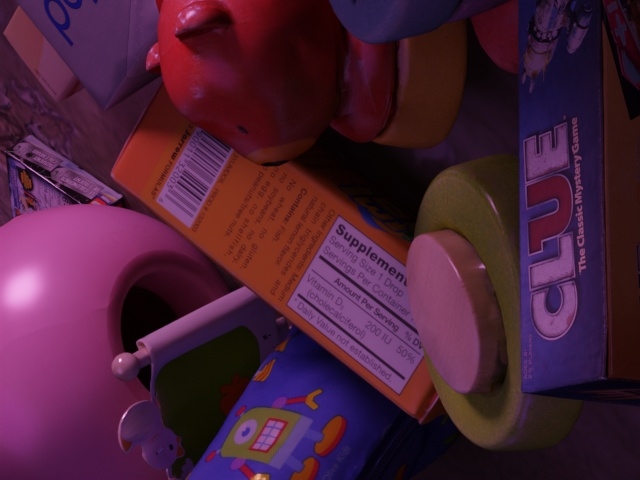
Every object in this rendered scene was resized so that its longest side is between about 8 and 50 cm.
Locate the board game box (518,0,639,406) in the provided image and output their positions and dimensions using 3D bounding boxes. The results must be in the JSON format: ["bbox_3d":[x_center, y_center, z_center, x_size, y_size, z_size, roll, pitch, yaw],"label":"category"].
[{"bbox_3d":[0.141,-0.064,0.632,0.042,0.165,0.243,-18,67,56],"label":"board game box"}]

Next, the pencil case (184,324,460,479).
[{"bbox_3d":[-0.027,0.170,1.038,0.133,0.306,0.119,-5,129,42],"label":"pencil case"}]

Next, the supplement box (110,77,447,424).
[{"bbox_3d":[0.000,0.000,1.032,0.233,0.078,0.080,40,109,21],"label":"supplement box"}]

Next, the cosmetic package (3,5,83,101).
[{"bbox_3d":[-0.144,-0.137,1.137,0.060,0.041,0.115,51,147,4],"label":"cosmetic package"}]

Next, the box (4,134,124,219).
[{"bbox_3d":[-0.173,0.004,1.315,0.094,0.027,0.137,32,141,29],"label":"box"}]

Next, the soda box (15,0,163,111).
[{"bbox_3d":[-0.065,-0.181,0.953,0.098,0.091,0.286,51,147,4],"label":"soda box"}]

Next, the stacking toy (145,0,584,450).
[{"bbox_3d":[0.028,-0.055,0.786,0.309,0.130,0.279,125,134,-65],"label":"stacking toy"}]

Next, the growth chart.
[{"bbox_3d":[-0.036,0.141,1.144,0.021,0.172,0.237,-4,115,42],"label":"growth chart"}]

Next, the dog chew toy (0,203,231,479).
[{"bbox_3d":[-0.203,0.101,1.236,0.332,0.206,0.206,-21,103,40],"label":"dog chew toy"}]
